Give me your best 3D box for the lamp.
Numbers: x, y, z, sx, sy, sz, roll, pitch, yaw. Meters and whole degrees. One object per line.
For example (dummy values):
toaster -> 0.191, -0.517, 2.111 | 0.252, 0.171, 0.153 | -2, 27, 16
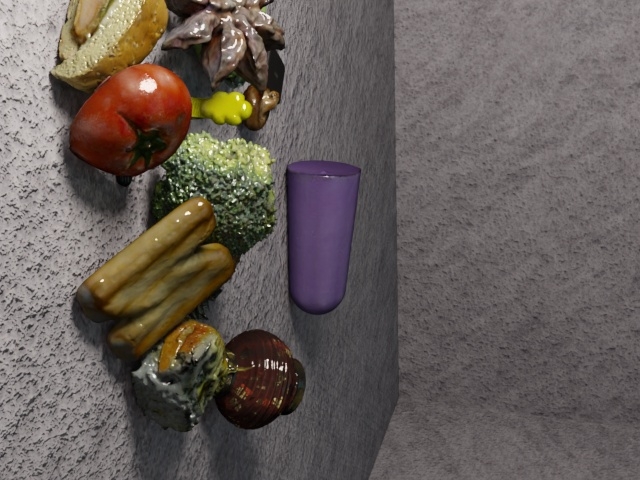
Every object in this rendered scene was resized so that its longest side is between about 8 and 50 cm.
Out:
lamp -> -0.163, 0.325, 1.922 | 0.247, 0.247, 0.247 | 5, 90, -73

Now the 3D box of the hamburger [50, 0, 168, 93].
hamburger -> -0.331, -0.319, 1.327 | 0.155, 0.135, 0.208 | 60, 40, -60

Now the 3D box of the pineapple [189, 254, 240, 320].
pineapple -> -0.247, 0.080, 1.795 | 0.198, 0.108, 0.108 | -69, 161, -8

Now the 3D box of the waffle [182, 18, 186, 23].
waffle -> -0.251, -0.517, 1.728 | 0.125, 0.032, 0.191 | 2, 95, -76

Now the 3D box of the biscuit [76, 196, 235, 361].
biscuit -> -0.291, 0.071, 1.491 | 0.290, 0.062, 0.237 | -42, 146, -19

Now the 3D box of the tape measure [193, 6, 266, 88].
tape measure -> -0.201, -0.436, 1.763 | 0.175, 0.106, 0.200 | 10, 87, -54

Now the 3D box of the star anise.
star anise -> -0.190, -0.438, 1.606 | 0.331, 0.117, 0.332 | 14, 66, -35

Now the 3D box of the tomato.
tomato -> -0.302, -0.182, 1.362 | 0.225, 0.085, 0.225 | -38, 160, -16

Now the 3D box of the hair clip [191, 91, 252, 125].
hair clip -> -0.220, -0.267, 1.635 | 0.046, 0.173, 0.072 | 35, 63, -71

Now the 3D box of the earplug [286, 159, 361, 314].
earplug -> 0.000, 0.000, 2.408 | 0.215, 0.215, 0.456 | -42, 137, -66

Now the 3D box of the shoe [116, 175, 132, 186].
shoe -> -0.340, -0.175, 1.479 | 0.062, 0.053, 0.159 | -24, 120, -67

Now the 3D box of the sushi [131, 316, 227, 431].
sushi -> -0.274, 0.259, 1.614 | 0.274, 0.139, 0.184 | 92, 20, -51

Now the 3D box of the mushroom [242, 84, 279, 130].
mushroom -> -0.156, -0.328, 1.992 | 0.109, 0.085, 0.126 | -54, -177, 31

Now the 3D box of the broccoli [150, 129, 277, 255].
broccoli -> -0.201, -0.091, 1.643 | 0.260, 0.235, 0.288 | -64, 166, -47

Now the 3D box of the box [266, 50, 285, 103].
box -> -0.128, -0.438, 2.158 | 0.126, 0.027, 0.125 | 51, 44, -65
